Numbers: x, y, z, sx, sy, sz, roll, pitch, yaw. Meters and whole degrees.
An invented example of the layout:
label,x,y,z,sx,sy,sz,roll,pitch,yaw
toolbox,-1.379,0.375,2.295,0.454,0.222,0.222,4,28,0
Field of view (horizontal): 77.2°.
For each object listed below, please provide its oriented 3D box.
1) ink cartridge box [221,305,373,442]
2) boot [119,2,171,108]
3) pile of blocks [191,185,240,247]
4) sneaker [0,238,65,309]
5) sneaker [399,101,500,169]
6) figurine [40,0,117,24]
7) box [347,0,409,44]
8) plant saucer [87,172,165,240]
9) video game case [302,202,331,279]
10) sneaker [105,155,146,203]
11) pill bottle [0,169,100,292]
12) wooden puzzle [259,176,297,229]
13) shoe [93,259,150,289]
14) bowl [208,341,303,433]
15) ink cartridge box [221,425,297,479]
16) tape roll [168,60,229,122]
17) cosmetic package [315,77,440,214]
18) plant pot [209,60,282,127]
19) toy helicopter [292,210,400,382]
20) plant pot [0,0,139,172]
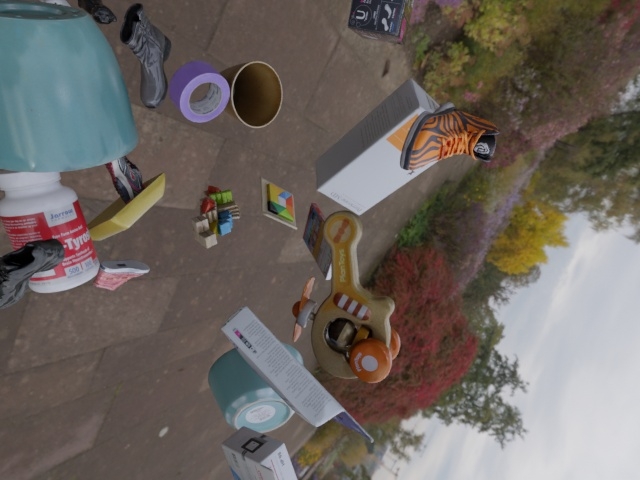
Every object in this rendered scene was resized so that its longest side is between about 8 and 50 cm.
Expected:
label,x,y,z,sx,sy,sz,roll,pitch,yaw
ink cartridge box,-0.069,0.296,0.842,0.071,0.330,0.324,-41,172,-20
boot,-0.700,-0.714,1.567,0.223,0.118,0.338,38,51,-78
pile of blocks,-0.376,-0.118,1.464,0.362,0.149,0.112,-101,-172,-56
sneaker,-0.898,0.093,1.163,0.286,0.109,0.130,-45,175,-2
sneaker,0.334,-0.248,0.991,0.321,0.180,0.124,-42,150,-36
figurine,-0.795,-0.768,1.285,0.215,0.209,0.092,-14,141,-44
box,0.178,-0.658,1.126,0.247,0.142,0.163,-53,155,-65
plant saucer,-0.816,-0.125,1.681,0.081,0.333,0.333,55,41,-26
video game case,0.000,0.000,1.724,0.025,0.285,0.204,-6,132,-26
sneaker,-0.795,-0.291,1.618,0.112,0.121,0.299,-32,148,-28
pill bottle,-0.932,-0.047,1.371,0.229,0.229,0.407,-35,126,-49
wooden puzzle,-0.200,-0.185,1.951,0.044,0.238,0.221,-32,143,30
shoe,-0.654,0.113,1.320,0.081,0.063,0.178,-59,157,11
bowl,-0.187,0.478,1.249,0.311,0.163,0.311,-9,128,-12
ink cartridge box,-0.105,0.434,0.761,0.060,0.180,0.104,-24,100,-42
tape roll,-0.414,-0.508,1.377,0.189,0.080,0.189,-34,156,-17
cosmetic package,0.214,-0.301,1.388,0.230,0.161,0.453,26,135,-33
plant pot,-0.319,-0.586,1.582,0.237,0.254,0.237,-25,127,-37
toy helicopter,0.038,0.115,0.852,0.140,0.235,0.355,-13,101,-70
plant pot,-0.508,-0.298,0.740,0.293,0.293,0.235,-37,145,-47
